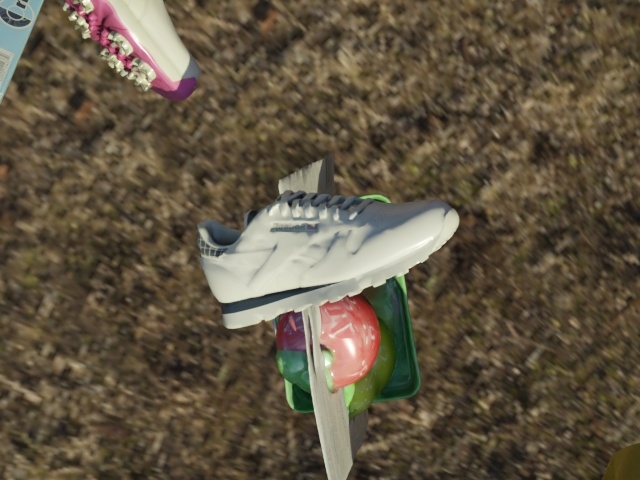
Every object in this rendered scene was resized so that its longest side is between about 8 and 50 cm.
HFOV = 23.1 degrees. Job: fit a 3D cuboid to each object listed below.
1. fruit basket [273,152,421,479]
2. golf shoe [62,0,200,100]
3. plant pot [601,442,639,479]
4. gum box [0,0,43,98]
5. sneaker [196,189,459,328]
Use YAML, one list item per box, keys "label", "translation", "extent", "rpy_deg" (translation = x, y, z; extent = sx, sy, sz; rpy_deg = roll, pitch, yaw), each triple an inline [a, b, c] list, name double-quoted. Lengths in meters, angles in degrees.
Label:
- label: "fruit basket"
  translation: [0.000, 0.080, 1.693]
  extent: [0.165, 0.353, 0.327]
  rpy_deg: [-8, 97, 15]
- label: "golf shoe"
  translation: [-0.190, -0.268, 1.405]
  extent: [0.140, 0.115, 0.306]
  rpy_deg: [-41, 102, -16]
- label: "plant pot"
  translation: [0.323, 0.247, 1.546]
  extent: [0.083, 0.081, 0.081]
  rpy_deg: [5, 46, 32]
- label: "gum box"
  translation: [-0.246, -0.120, 1.138]
  extent: [0.041, 0.184, 0.157]
  rpy_deg: [24, 53, -13]
- label: "sneaker"
  translation: [0.000, 0.000, 1.272]
  extent: [0.235, 0.090, 0.095]
  rpy_deg: [-18, 94, 28]
